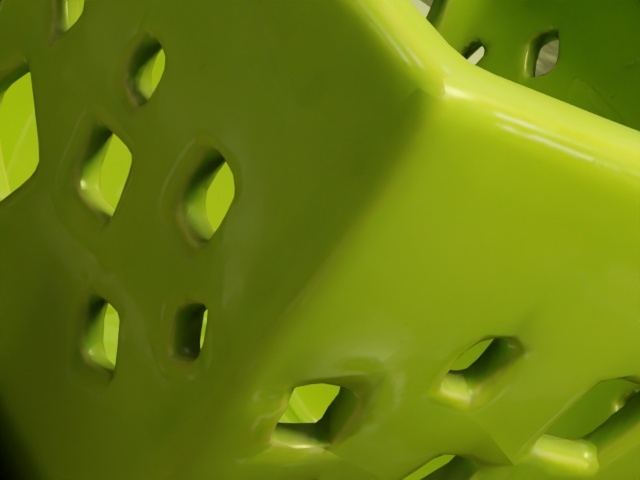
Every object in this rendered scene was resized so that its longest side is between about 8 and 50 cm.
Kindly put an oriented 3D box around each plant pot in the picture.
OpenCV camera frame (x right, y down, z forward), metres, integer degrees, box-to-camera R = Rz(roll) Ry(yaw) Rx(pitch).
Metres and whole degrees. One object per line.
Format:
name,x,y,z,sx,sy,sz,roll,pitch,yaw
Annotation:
plant pot,0.000,0.000,0.485,0.227,0.207,0.228,15,29,-42

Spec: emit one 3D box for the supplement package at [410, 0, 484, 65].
supplement package,-0.021,-0.057,0.687,0.179,0.105,0.105,34,24,-7
